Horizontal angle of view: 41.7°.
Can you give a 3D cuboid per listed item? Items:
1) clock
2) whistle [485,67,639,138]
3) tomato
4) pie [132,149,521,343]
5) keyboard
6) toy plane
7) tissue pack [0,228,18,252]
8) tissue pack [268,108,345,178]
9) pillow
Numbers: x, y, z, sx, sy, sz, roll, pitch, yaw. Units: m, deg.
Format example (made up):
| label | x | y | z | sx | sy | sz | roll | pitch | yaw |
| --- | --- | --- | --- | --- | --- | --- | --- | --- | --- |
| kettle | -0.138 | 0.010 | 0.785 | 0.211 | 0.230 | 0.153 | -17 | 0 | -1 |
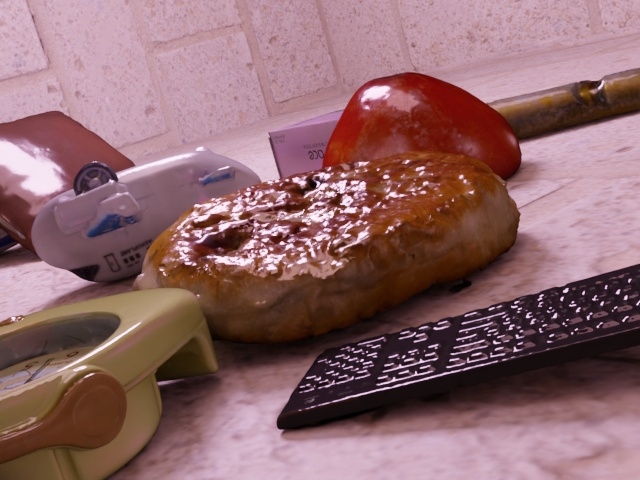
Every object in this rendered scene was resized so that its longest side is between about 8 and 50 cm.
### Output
| label | x | y | z | sx | sy | sz | roll | pitch | yaw |
| --- | --- | --- | --- | --- | --- | --- | --- | --- | --- |
| clock | -0.171 | 0.100 | 0.471 | 0.170 | 0.069 | 0.232 | -11 | 14 | 19 |
| whistle | 0.318 | -0.177 | 1.140 | 0.326 | 0.057 | 0.068 | -14 | -32 | 8 |
| tomato | 0.104 | -0.124 | 0.967 | 0.233 | 0.140 | 0.200 | -11 | 19 | 18 |
| pie | 0.000 | 0.000 | 0.665 | 0.315 | 0.092 | 0.315 | -13 | 13 | 3 |
| keyboard | 0.160 | 0.034 | 0.413 | 0.381 | 0.041 | 0.103 | -11 | 13 | 19 |
| toy plane | -0.193 | -0.027 | 0.945 | 0.266 | 0.123 | 0.267 | -14 | -7 | -2 |
| tissue pack | -0.645 | -0.004 | 1.366 | 0.209 | 0.137 | 0.270 | -10 | 12 | 17 |
| tissue pack | 0.047 | -0.148 | 1.256 | 0.148 | 0.092 | 0.246 | -21 | 13 | -31 |
| pillow | -0.450 | -0.110 | 1.407 | 0.308 | 0.108 | 0.305 | 36 | 35 | 17 |
